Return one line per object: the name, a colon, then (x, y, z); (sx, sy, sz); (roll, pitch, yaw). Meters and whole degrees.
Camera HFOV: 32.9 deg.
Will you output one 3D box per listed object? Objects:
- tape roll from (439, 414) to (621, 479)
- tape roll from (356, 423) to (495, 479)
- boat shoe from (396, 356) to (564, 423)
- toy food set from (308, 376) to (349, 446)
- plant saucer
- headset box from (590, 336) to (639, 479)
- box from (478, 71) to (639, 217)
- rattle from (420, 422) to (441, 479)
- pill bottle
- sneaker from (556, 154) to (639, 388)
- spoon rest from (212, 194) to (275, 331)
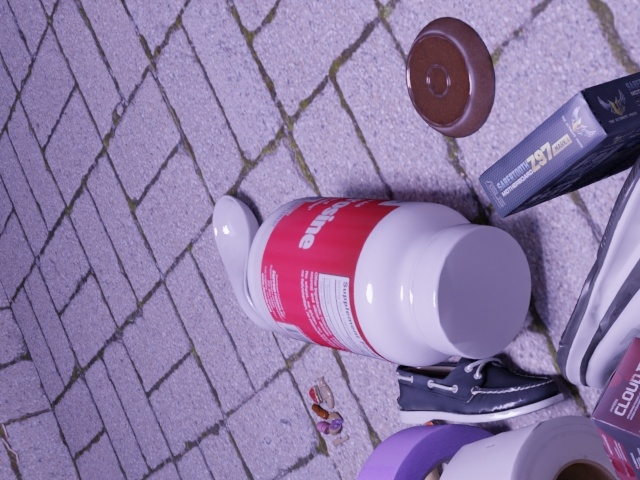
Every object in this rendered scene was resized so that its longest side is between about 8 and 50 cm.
tape roll: (0.289, 0.360, 1.389); (0.169, 0.246, 0.246); (-35, 75, 55)
tape roll: (0.176, 0.400, 1.537); (0.090, 0.274, 0.275); (-17, 90, 57)
boat shoe: (0.212, 0.208, 1.547); (0.302, 0.114, 0.091); (-15, 85, 48)
toy food set: (0.006, 0.313, 1.966); (0.078, 0.019, 0.122); (-43, 68, 53)
plant saucer: (0.171, -0.222, 1.499); (0.168, 0.029, 0.168); (28, 126, 46)
headset box: (0.427, 0.228, 1.124); (0.293, 0.110, 0.218); (19, 156, 38)
box: (0.308, -0.115, 1.168); (0.059, 0.232, 0.183); (62, 145, 11)
rattle: (0.155, 0.351, 1.676); (0.200, 0.142, 0.130); (70, 165, -7)
pill bottle: (0.091, 0.055, 1.551); (0.407, 0.229, 0.229); (6, 109, 53)
sneaker: (0.415, 0.078, 1.158); (0.257, 0.169, 0.447); (26, 151, 17)
spoon rest: (-0.133, 0.044, 1.994); (0.276, 0.084, 0.137); (62, 144, 14)
